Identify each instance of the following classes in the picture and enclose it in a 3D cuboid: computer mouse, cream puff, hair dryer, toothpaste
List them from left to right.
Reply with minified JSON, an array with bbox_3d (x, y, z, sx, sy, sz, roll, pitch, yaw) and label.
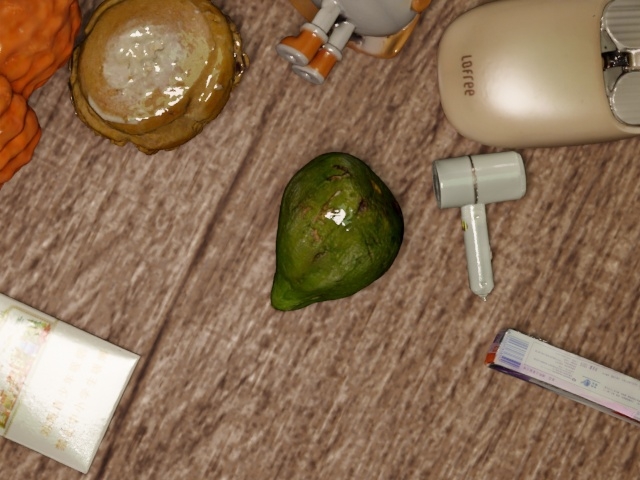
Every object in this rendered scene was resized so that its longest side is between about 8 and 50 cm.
[{"bbox_3d":[-0.146,-0.154,1.731,0.165,0.115,0.150,-11,82,5],"label":"cream puff"},{"bbox_3d":[0.152,-0.012,1.786,0.082,0.047,0.137,-6,95,-5],"label":"hair dryer"},{"bbox_3d":[0.227,-0.160,1.776,0.236,0.082,0.145,-3,88,-3],"label":"computer mouse"},{"bbox_3d":[0.253,0.134,1.786,0.196,0.047,0.040,22,84,-4],"label":"toothpaste"}]

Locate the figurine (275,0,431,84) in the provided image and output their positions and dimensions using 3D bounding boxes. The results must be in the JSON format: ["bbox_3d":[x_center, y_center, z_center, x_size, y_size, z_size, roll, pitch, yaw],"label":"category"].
[{"bbox_3d":[0.057,-0.263,1.739,0.271,0.143,0.143,-44,92,-3],"label":"figurine"}]

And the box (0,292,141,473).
[{"bbox_3d":[-0.290,0.115,1.755,0.220,0.032,0.122,25,87,-4],"label":"box"}]

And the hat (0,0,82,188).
[{"bbox_3d":[-0.294,-0.188,1.672,0.400,0.285,0.285,-37,91,-19],"label":"hat"}]

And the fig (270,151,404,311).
[{"bbox_3d":[0.000,0.000,1.743,0.156,0.123,0.123,-40,92,24],"label":"fig"}]
